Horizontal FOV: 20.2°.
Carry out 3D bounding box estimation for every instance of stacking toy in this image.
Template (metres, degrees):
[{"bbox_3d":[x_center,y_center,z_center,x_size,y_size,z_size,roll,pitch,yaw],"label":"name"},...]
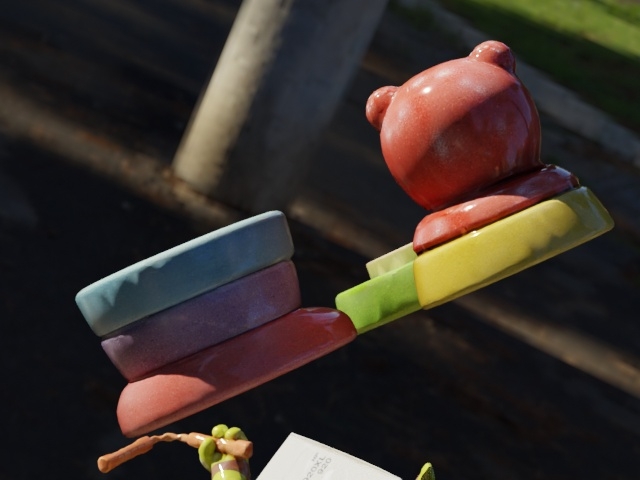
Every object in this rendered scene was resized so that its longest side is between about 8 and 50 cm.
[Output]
[{"bbox_3d":[0.000,0.000,1.108,0.279,0.309,0.130,126,-59,-86],"label":"stacking toy"}]

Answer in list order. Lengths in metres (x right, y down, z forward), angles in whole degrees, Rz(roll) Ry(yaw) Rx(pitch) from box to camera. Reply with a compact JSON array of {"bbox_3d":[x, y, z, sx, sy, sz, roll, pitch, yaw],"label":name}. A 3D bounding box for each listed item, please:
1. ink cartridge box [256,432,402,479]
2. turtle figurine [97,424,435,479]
[{"bbox_3d":[0.036,0.316,1.579,0.168,0.171,0.232,13,-28,52],"label":"ink cartridge box"},{"bbox_3d":[-0.035,0.203,1.080,0.217,0.087,0.269,-3,25,5],"label":"turtle figurine"}]
